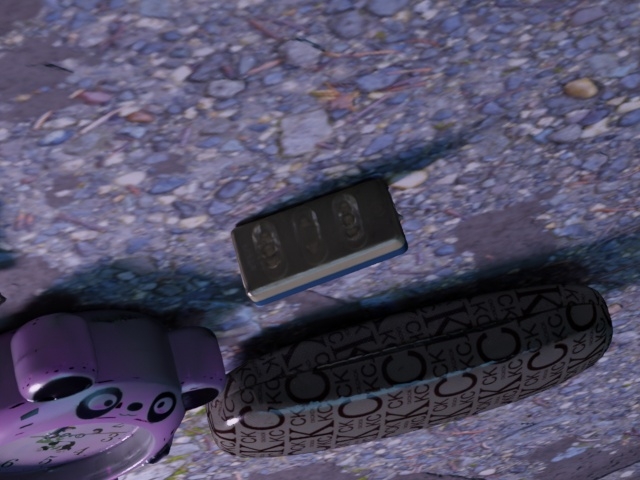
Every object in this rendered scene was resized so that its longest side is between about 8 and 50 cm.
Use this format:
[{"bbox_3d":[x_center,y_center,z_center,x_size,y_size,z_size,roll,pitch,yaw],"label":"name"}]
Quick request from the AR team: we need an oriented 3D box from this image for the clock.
[{"bbox_3d":[-0.212,0.138,1.559,0.227,0.090,0.248,8,146,-45],"label":"clock"}]

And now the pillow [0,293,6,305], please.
[{"bbox_3d":[-0.305,0.042,1.330,0.185,0.043,0.118,-12,157,-10],"label":"pillow"}]

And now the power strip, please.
[{"bbox_3d":[0.000,0.000,1.419,0.123,0.056,0.032,-20,156,7],"label":"power strip"}]

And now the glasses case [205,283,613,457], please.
[{"bbox_3d":[0.077,0.112,1.688,0.354,0.085,0.137,-14,158,-6],"label":"glasses case"}]
